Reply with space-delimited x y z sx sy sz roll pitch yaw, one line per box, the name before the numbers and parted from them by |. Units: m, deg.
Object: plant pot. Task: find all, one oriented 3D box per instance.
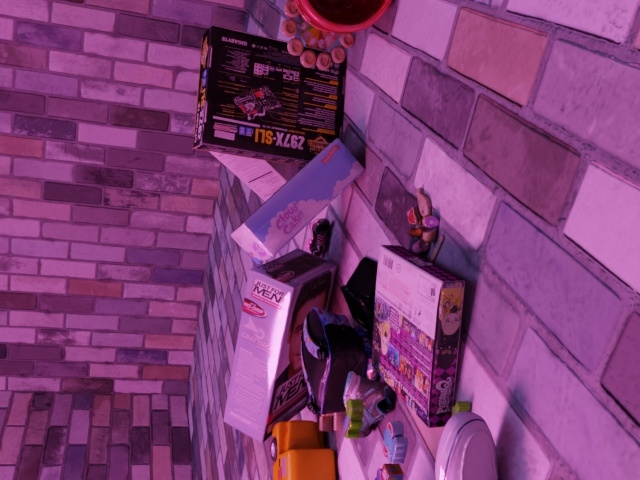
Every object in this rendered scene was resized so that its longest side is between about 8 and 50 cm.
plant pot | 0.036 -0.499 1.317 0.174 0.191 0.191 -120 38 -72

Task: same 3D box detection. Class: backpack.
backpack | 0.025 0.209 1.242 0.173 0.116 0.158 -115 29 -58

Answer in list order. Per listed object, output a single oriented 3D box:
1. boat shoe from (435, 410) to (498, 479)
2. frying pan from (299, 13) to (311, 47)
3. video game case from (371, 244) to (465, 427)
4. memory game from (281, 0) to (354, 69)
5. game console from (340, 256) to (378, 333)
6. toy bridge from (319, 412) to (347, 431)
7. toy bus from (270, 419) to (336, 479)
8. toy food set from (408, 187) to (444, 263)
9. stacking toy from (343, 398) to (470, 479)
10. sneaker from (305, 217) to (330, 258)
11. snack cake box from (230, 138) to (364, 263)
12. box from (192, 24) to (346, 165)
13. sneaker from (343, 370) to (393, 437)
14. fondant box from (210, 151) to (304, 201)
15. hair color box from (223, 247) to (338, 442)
boat shoe | 0.187 0.314 0.785 0.075 0.083 0.226 13 109 61
frying pan | -0.008 -0.583 1.717 0.197 0.053 0.326 117 151 -51
video game case | 0.137 0.131 1.014 0.232 0.041 0.210 -145 57 -71
memory game | 0.000 -0.454 1.436 0.012 0.186 0.186 22 107 56
game console | 0.090 0.100 1.255 0.107 0.071 0.122 67 169 -13
toy bridge | 0.038 0.340 1.328 0.188 0.026 0.063 138 136 -65
toy bus | -0.031 0.527 1.358 0.130 0.108 0.333 125 146 -58
toy food set | 0.156 -0.020 1.059 0.122 0.019 0.078 -106 27 -51
stacking toy | 0.094 0.301 0.915 0.052 0.166 0.221 -119 37 -62
sneaker | 0.000 0.000 1.537 0.119 0.047 0.057 103 156 -49
snack cake box | -0.049 -0.076 1.373 0.264 0.089 0.152 -44 8 -18
box | -0.105 -0.304 1.484 0.079 0.321 0.257 177 98 -66
sneaker | 0.084 0.284 1.136 0.166 0.076 0.065 79 -158 -48
fondant box | -0.159 -0.249 1.685 0.096 0.330 0.238 -22 52 20
hair color box | -0.087 0.223 1.470 0.185 0.113 0.375 -25 -49 -57
